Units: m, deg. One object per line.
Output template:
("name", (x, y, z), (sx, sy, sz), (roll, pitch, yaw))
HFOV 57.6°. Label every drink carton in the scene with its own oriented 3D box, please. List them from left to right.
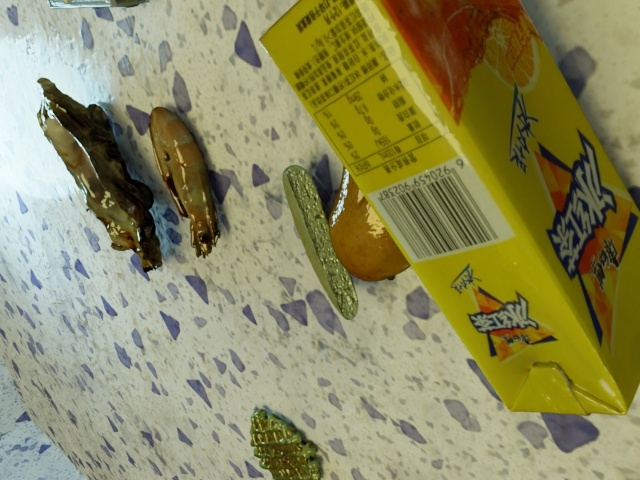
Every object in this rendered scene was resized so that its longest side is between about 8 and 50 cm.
("drink carton", (0.127, -0.051, 0.438), (0.351, 0.154, 0.111), (54, 144, -11))

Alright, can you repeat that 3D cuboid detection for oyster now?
("oyster", (-0.372, -0.106, 1.005), (0.361, 0.096, 0.221), (56, 146, 0))

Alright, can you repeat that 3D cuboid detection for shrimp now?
("shrimp", (-0.212, -0.085, 0.884), (0.133, 0.053, 0.236), (-3, 110, 45))

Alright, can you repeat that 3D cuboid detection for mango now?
("mango", (0.062, -0.030, 0.614), (0.115, 0.089, 0.165), (42, 137, 32))

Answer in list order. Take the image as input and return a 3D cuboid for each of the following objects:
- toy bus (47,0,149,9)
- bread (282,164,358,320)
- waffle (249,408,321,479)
("toy bus", (-0.306, -0.342, 0.784), (0.190, 0.075, 0.064), (17, 128, 38))
("bread", (-0.002, -0.004, 0.716), (0.112, 0.036, 0.193), (-153, 42, -76))
("waffle", (-0.067, 0.400, 1.083), (0.169, 0.036, 0.184), (26, 133, 30))
